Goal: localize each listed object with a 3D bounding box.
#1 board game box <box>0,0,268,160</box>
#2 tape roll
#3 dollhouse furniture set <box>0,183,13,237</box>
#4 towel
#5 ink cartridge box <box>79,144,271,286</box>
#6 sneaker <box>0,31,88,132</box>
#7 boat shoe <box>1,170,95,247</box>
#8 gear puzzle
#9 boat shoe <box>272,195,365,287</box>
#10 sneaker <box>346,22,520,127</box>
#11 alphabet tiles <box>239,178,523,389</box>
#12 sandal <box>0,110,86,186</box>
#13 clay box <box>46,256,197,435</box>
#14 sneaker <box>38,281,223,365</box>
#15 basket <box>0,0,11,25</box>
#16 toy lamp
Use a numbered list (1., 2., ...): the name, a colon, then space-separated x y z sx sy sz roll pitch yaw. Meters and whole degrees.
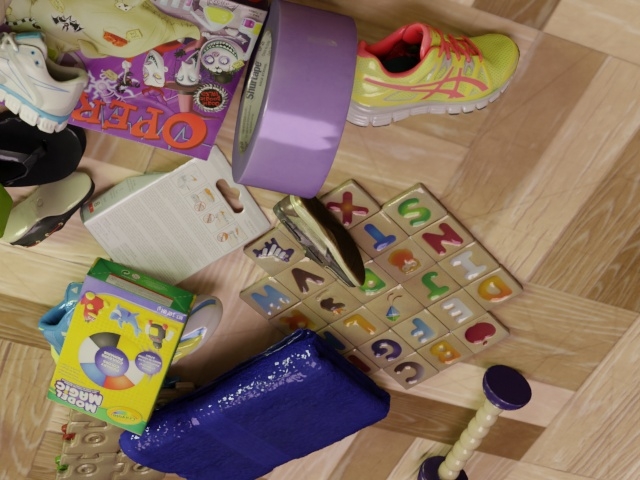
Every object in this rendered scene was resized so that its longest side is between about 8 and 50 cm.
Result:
1. board game box: -0.249 -0.213 1.228 0.347 0.056 0.208 14 135 -15
2. tape roll: -0.029 -0.141 1.203 0.080 0.189 0.189 12 131 -13
3. dollhouse furniture set: -0.517 -0.023 1.282 0.302 0.151 0.197 -12 131 23
4. towel: -0.084 0.232 1.599 0.308 0.076 0.228 -27 143 17
5. ink cartridge box: -0.170 -0.027 1.417 0.179 0.045 0.145 -32 128 2
6. sneaker: -0.315 -0.184 1.184 0.191 0.071 0.083 26 121 -34
7. boat shoe: -0.311 -0.036 1.390 0.133 0.049 0.042 -33 154 17
8. gear puzzle: -0.282 0.285 1.685 0.176 0.044 0.339 1 138 -20
9. boat shoe: 0.000 0.000 1.416 0.049 0.056 0.152 -23 120 25
10. sneaker: 0.115 -0.180 1.210 0.209 0.081 0.094 -18 140 -22
11. alphabet tiles: 0.077 0.067 1.518 0.285 0.011 0.342 -31 126 24
12. sandal: -0.383 -0.086 1.331 0.255 0.054 0.097 -7 133 4
13. clay box: -0.243 0.140 1.437 0.127 0.053 0.222 22 118 -2
14. sneaker: -0.245 0.100 1.483 0.240 0.091 0.126 -22 129 18
15. basket: -0.404 -0.328 0.927 0.331 0.328 0.266 0 130 -1
16. toy lamp: 0.205 0.289 1.684 0.080 0.080 0.274 15 131 -15
